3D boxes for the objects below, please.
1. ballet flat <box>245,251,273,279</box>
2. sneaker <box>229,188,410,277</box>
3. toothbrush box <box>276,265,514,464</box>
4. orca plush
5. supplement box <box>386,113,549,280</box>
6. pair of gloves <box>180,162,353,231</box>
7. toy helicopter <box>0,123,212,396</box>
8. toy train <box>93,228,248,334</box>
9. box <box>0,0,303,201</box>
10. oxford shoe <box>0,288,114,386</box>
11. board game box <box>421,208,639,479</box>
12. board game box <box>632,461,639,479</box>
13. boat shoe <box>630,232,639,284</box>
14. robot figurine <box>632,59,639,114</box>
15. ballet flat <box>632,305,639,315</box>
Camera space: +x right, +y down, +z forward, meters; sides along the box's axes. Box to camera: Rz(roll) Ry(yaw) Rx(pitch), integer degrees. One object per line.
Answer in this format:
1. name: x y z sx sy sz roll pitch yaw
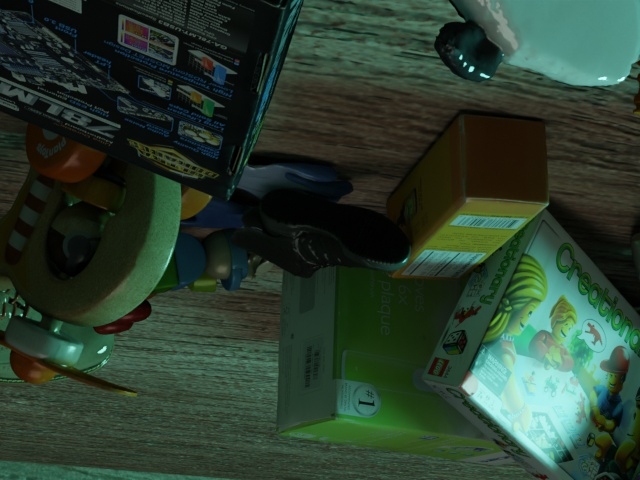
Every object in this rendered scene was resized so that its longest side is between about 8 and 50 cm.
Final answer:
1. ballet flat: -0.071 0.020 1.440 0.041 0.041 0.114 13 159 -30
2. sneaker: -0.001 0.002 1.250 0.170 0.051 0.089 20 150 11
3. toothbrush box: 0.106 0.110 1.428 0.283 0.206 0.122 14 159 -30
4. orca plush: 0.062 -0.173 0.739 0.287 0.151 0.102 14 -170 -41
5. supplement box: 0.121 -0.031 1.202 0.080 0.078 0.233 4 163 -14
6. pair of gloves: -0.075 -0.043 1.277 0.159 0.023 0.198 16 157 -31
7. toy helicopter: -0.241 0.022 1.150 0.355 0.235 0.140 -14 156 42
8. toy train: -0.173 0.038 1.439 0.143 0.105 0.248 -7 172 -20
9. box: -0.160 -0.145 0.763 0.295 0.073 0.293 23 162 -1
10. oxford shoe: -0.373 0.084 1.549 0.348 0.123 0.130 13 154 -33
11. board game box: 0.235 0.127 1.352 0.053 0.193 0.305 8 154 46
12. board game box: 0.381 0.199 1.467 0.056 0.347 0.208 38 151 -9
13. boat shoe: 0.383 0.018 1.265 0.158 0.127 0.340 -16 170 4
14. robot figurine: 0.375 -0.092 0.937 0.291 0.085 0.211 10 174 -22
15. ballet flat: 0.346 0.106 1.620 0.086 0.086 0.248 -11 157 34
